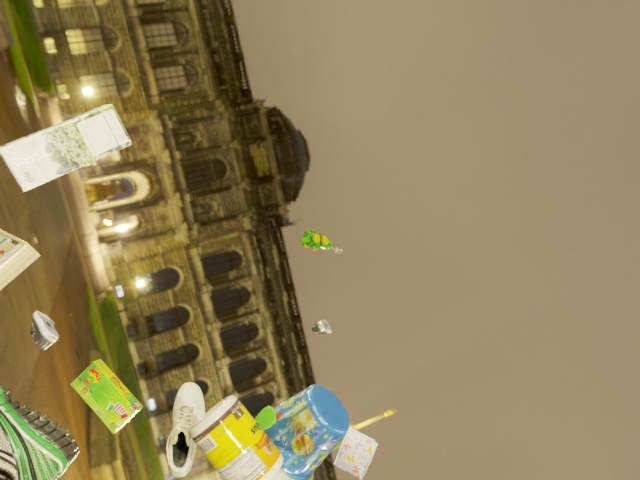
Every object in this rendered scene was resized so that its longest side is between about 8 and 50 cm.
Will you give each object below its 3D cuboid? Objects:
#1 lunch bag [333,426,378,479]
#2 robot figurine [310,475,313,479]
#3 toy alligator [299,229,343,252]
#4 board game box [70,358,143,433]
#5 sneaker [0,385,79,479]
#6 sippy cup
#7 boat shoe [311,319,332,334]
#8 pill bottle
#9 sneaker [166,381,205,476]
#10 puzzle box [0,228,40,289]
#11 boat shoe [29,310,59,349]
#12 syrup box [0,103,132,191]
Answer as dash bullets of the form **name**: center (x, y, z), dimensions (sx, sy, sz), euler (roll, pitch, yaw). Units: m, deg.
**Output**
- **lunch bag**: center (0.078, 0.447, 1.101), dimensions (0.071, 0.053, 0.083), euler (22, -82, 16)
- **robot figurine**: center (-0.128, 0.784, 1.636), dimensions (0.300, 0.200, 0.353), euler (48, 38, -38)
- **toy alligator**: center (0.000, 0.000, 1.653), dimensions (0.056, 0.190, 0.051), euler (-28, -119, 36)
- **board game box**: center (-0.587, 0.427, 1.429), dimensions (0.181, 0.092, 0.043), euler (45, 1, 6)
- **sneaker**: center (-0.580, 0.311, 0.856), dimensions (0.344, 0.146, 0.134), euler (42, -49, -14)
- **sippy cup**: center (-0.044, 0.546, 1.506), dimensions (0.224, 0.305, 0.240), euler (-45, -102, 17)
- **boat shoe**: center (0.004, 0.292, 1.742), dimensions (0.049, 0.040, 0.142), euler (65, 7, 18)
- **pill bottle**: center (-0.157, 0.431, 1.052), dimensions (0.215, 0.117, 0.117), euler (51, -25, 2)
- **sneaker**: center (-0.419, 0.581, 1.635), dimensions (0.169, 0.108, 0.292), euler (118, -25, -60)
- **puzzle box**: center (-0.955, 0.136, 1.353), dimensions (0.272, 0.409, 0.052), euler (12, -38, 43)
- **boat shoe**: center (-0.975, 0.317, 1.813), dimensions (0.229, 0.076, 0.080), euler (25, -19, 48)
- **syrup box**: center (-0.530, -0.197, 1.085), dimensions (0.096, 0.237, 0.093), euler (22, -42, 57)
